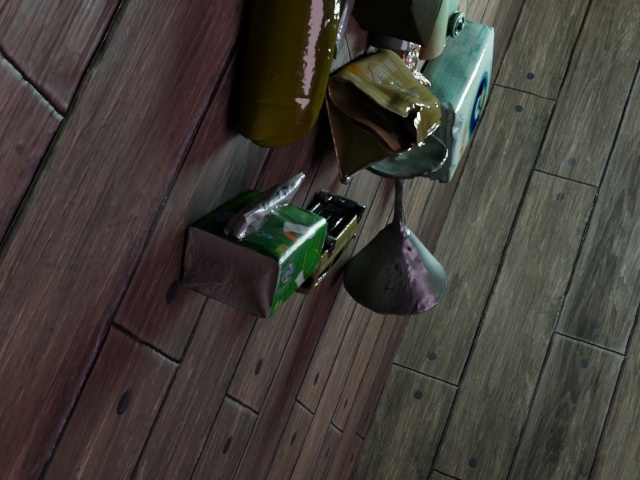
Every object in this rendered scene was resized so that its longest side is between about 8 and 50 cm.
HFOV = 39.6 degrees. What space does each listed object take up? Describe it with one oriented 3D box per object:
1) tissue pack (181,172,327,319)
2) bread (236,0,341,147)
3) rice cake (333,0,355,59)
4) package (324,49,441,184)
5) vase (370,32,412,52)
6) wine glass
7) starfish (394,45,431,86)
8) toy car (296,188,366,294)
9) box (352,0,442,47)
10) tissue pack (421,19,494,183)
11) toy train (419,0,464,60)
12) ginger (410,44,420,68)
[{"bbox_3d":[-0.089,-0.008,1.320,0.209,0.148,0.156,-43,150,-61],"label":"tissue pack"},{"bbox_3d":[-0.029,-0.313,1.246,0.166,0.112,0.384,-44,148,-60],"label":"bread"},{"bbox_3d":[0.053,-0.483,1.457,0.072,0.056,0.365,-10,117,-80],"label":"rice cake"},{"bbox_3d":[0.147,-0.258,1.766,0.311,0.165,0.221,-42,125,-62],"label":"package"},{"bbox_3d":[0.163,-0.496,1.812,0.086,0.086,0.214,-28,130,-70],"label":"vase"},{"bbox_3d":[0.181,-0.047,2.102,0.267,0.267,0.406,-58,154,-43],"label":"wine glass"},{"bbox_3d":[0.175,-0.356,1.999,0.227,0.043,0.240,29,96,-48],"label":"starfish"},{"bbox_3d":[0.000,0.000,1.757,0.257,0.101,0.124,-47,156,-55],"label":"toy car"},{"bbox_3d":[0.145,-0.488,1.628,0.273,0.143,0.184,16,92,-77],"label":"box"},{"bbox_3d":[0.367,-0.397,2.515,0.287,0.162,0.388,86,26,-49],"label":"tissue pack"},{"bbox_3d":[0.273,-0.563,2.101,0.177,0.116,0.285,-47,155,-33],"label":"toy train"},{"bbox_3d":[0.187,-0.388,2.073,0.133,0.059,0.214,65,46,-81],"label":"ginger"}]
